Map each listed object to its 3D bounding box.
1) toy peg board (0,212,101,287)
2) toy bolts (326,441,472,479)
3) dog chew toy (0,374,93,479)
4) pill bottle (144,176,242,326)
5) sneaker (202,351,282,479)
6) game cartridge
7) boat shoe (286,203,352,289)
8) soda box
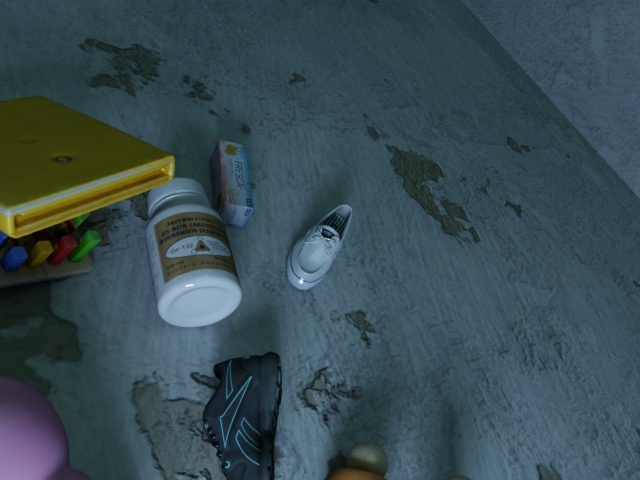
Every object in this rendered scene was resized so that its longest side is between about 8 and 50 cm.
[{"bbox_3d":[-0.416,-0.029,0.908,0.161,0.079,0.161,-10,67,-56],"label":"toy peg board"},{"bbox_3d":[0.133,0.362,0.830,0.229,0.218,0.158,28,55,-11],"label":"toy bolts"},{"bbox_3d":[-0.308,0.297,0.625,0.332,0.206,0.207,48,42,4],"label":"dog chew toy"},{"bbox_3d":[-0.214,0.013,1.008,0.131,0.131,0.229,3,49,-31],"label":"pill bottle"},{"bbox_3d":[-0.111,0.278,0.863,0.106,0.101,0.267,3,46,-2],"label":"sneaker"},{"bbox_3d":[-0.431,-0.126,0.919,0.324,0.052,0.285,24,32,25],"label":"game cartridge"},{"bbox_3d":[0.000,0.000,1.202,0.083,0.075,0.226,30,40,-3],"label":"boat shoe"},{"bbox_3d":[-0.174,-0.113,1.214,0.063,0.058,0.183,11,46,-24],"label":"soda box"}]
